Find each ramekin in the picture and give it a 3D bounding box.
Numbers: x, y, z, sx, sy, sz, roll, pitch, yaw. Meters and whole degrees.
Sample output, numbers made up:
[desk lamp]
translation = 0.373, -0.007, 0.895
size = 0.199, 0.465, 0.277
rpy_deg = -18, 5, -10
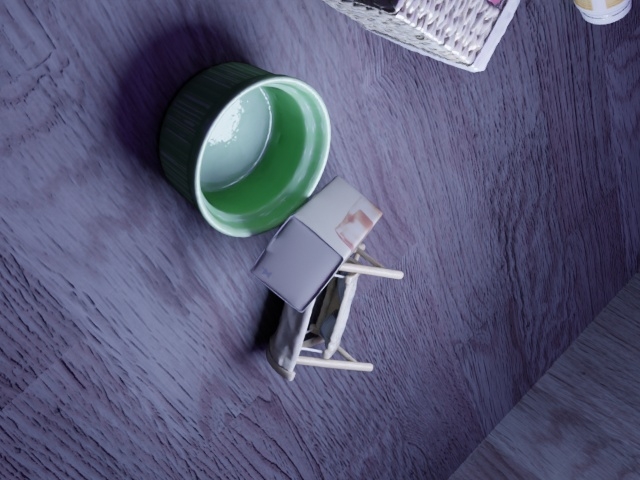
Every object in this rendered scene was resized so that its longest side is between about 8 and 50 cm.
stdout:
[ramekin]
translation = -0.142, -0.172, 1.718
size = 0.303, 0.148, 0.303
rpy_deg = -25, 131, -33

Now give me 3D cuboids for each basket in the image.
[basket]
translation = 0.173, -0.522, 1.684
size = 0.266, 0.331, 0.328
rpy_deg = 18, 101, -44

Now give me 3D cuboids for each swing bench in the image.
[swing bench]
translation = 0.010, 0.148, 2.081
size = 0.255, 0.165, 0.253
rpy_deg = 1, 114, -40

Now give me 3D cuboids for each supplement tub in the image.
[supplement tub]
translation = 0.658, -0.624, 2.248
size = 0.144, 0.144, 0.199
rpy_deg = -47, 140, -12

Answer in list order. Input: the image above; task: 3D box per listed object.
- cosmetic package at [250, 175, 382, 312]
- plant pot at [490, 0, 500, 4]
[cosmetic package]
translation = 0.000, 0.000, 1.837
size = 0.153, 0.129, 0.296
rpy_deg = -52, 177, 26
[plant pot]
translation = 0.324, -0.555, 1.926
size = 0.180, 0.201, 0.201
rpy_deg = -7, 121, -61
